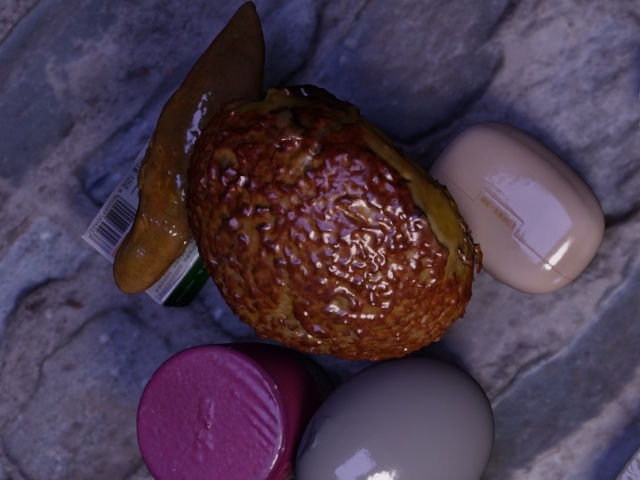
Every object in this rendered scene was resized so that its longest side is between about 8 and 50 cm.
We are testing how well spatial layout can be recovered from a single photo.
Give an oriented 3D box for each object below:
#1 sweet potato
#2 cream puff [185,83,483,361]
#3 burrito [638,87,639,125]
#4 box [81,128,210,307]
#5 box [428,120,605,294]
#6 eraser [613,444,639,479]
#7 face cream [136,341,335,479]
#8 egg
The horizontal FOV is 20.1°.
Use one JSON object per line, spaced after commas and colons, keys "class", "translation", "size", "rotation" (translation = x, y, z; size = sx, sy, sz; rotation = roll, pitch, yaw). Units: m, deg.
{"class": "sweet potato", "translation": [-0.141, -0.098, 1.968], "size": [0.095, 0.106, 0.354], "rotation": [23, 94, -12]}
{"class": "cream puff", "translation": [-0.004, -0.003, 1.864], "size": [0.350, 0.350, 0.228], "rotation": [41, 74, 17]}
{"class": "burrito", "translation": [0.520, -0.138, 1.824], "size": [0.392, 0.076, 0.117], "rotation": [10, 90, 21]}
{"class": "box", "translation": [-0.160, -0.039, 2.067], "size": [0.135, 0.081, 0.199], "rotation": [40, 102, 17]}
{"class": "box", "translation": [0.207, -0.035, 1.927], "size": [0.200, 0.088, 0.146], "rotation": [42, 102, 18]}
{"class": "eraser", "translation": [0.411, 0.199, 1.851], "size": [0.111, 0.077, 0.352], "rotation": [39, 101, 20]}
{"class": "face cream", "translation": [-0.085, 0.198, 1.967], "size": [0.175, 0.195, 0.175], "rotation": [-1, 87, 19]}
{"class": "egg", "translation": [0.075, 0.219, 1.894], "size": [0.232, 0.176, 0.176], "rotation": [-26, 75, -28]}
